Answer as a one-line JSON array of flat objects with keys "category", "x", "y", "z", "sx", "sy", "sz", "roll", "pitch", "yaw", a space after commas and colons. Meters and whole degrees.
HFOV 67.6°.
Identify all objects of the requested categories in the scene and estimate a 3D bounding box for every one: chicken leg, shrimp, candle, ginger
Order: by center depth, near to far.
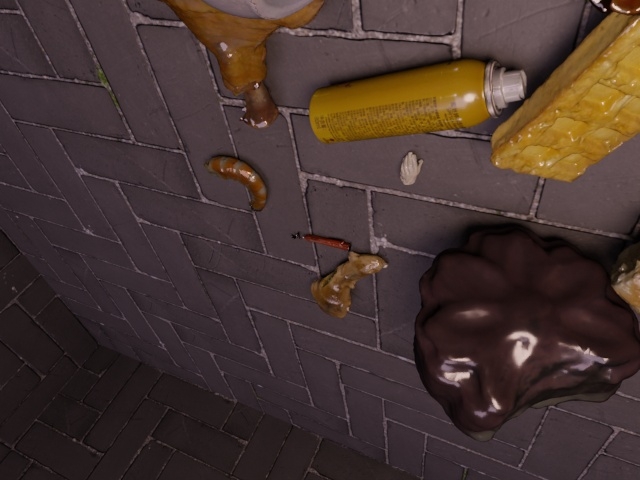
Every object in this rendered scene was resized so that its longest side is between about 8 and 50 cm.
[{"category": "chicken leg", "x": -0.112, "y": -0.358, "z": 0.788, "sx": 0.295, "sy": 0.182, "sz": 0.409, "roll": -1, "pitch": 139, "yaw": 13}, {"category": "shrimp", "x": -0.203, "y": -0.139, "z": 1.189, "sx": 0.161, "sy": 0.049, "sz": 0.166, "roll": 15, "pitch": 148, "yaw": 19}, {"category": "candle", "x": 0.000, "y": -0.001, "z": 1.220, "sx": 0.167, "sy": 0.021, "sz": 0.026, "roll": 13, "pitch": 113, "yaw": 25}, {"category": "ginger", "x": 0.070, "y": 0.119, "z": 1.263, "sx": 0.131, "sy": 0.086, "sz": 0.294, "roll": 54, "pitch": 138, "yaw": 7}]

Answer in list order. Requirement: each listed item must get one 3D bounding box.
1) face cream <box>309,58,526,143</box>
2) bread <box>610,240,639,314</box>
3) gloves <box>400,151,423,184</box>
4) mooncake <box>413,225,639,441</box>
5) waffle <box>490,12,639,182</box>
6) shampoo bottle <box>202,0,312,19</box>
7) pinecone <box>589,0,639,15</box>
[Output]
[{"category": "face cream", "x": 0.150, "y": -0.226, "z": 0.784, "sx": 0.349, "sy": 0.105, "sz": 0.105, "roll": 1, "pitch": 134, "yaw": 35}, {"category": "bread", "x": 0.596, "y": 0.056, "z": 0.743, "sx": 0.246, "sy": 0.176, "sz": 0.195, "roll": 44, "pitch": 126, "yaw": 5}, {"category": "gloves", "x": 0.177, "y": -0.136, "z": 0.933, "sx": 0.044, "sy": 0.037, "sz": 0.081, "roll": -14, "pitch": 128, "yaw": -2}, {"category": "mooncake", "x": 0.350, "y": 0.156, "z": 0.872, "sx": 0.350, "sy": 0.381, "sz": 0.212, "roll": 59, "pitch": 175, "yaw": 31}, {"category": "waffle", "x": 0.375, "y": -0.187, "z": 0.655, "sx": 0.168, "sy": 0.057, "sz": 0.274, "roll": 8, "pitch": 149, "yaw": -19}, {"category": "shampoo bottle", "x": -0.092, "y": -0.409, "z": 0.515, "sx": 0.266, "sy": 0.273, "sz": 0.273, "roll": 44, "pitch": 144, "yaw": 4}, {"category": "pinecone", "x": 0.321, "y": -0.330, "z": 0.430, "sx": 0.264, "sy": 0.264, "sz": 0.264, "roll": 19, "pitch": 142, "yaw": 16}]
